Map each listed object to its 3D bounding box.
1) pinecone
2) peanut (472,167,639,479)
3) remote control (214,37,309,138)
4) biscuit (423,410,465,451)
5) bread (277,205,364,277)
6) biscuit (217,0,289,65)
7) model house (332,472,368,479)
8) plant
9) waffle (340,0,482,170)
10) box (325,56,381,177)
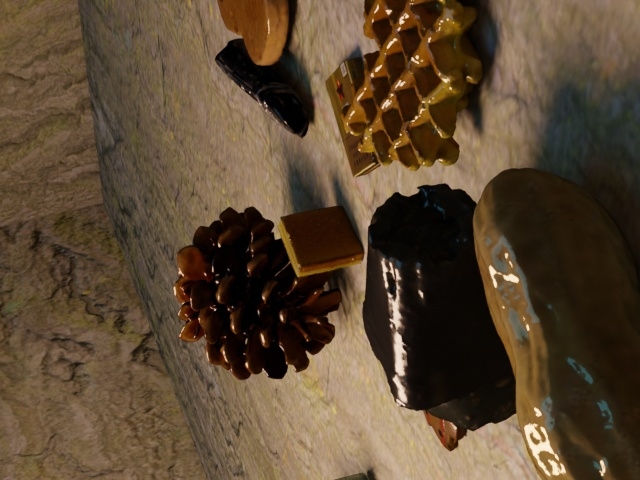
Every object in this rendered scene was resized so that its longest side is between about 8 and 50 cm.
[{"bbox_3d":[-0.089,0.090,1.566,0.264,0.264,0.264,166,90,-73],"label":"pinecone"},{"bbox_3d":[0.204,0.085,0.820,0.149,0.149,0.313,120,138,-66],"label":"peanut"},{"bbox_3d":[-0.078,-0.230,1.572,0.090,0.066,0.266,36,-173,-39],"label":"remote control"},{"bbox_3d":[0.139,0.193,1.301,0.130,0.019,0.119,-126,28,-51],"label":"biscuit"},{"bbox_3d":[0.000,0.000,1.453,0.035,0.094,0.090,104,149,-55],"label":"bread"},{"bbox_3d":[-0.119,-0.430,1.544,0.269,0.051,0.376,121,132,-64],"label":"biscuit"},{"bbox_3d":[0.007,0.503,1.659,0.215,0.198,0.224,-43,61,56],"label":"model house"},{"bbox_3d":[0.122,0.066,0.988,0.142,0.164,0.256,-116,5,-52],"label":"plant"},{"bbox_3d":[0.085,-0.216,1.070,0.260,0.069,0.293,-147,48,-62],"label":"waffle"},{"bbox_3d":[0.044,-0.150,1.315,0.090,0.023,0.133,147,107,-70],"label":"box"}]
